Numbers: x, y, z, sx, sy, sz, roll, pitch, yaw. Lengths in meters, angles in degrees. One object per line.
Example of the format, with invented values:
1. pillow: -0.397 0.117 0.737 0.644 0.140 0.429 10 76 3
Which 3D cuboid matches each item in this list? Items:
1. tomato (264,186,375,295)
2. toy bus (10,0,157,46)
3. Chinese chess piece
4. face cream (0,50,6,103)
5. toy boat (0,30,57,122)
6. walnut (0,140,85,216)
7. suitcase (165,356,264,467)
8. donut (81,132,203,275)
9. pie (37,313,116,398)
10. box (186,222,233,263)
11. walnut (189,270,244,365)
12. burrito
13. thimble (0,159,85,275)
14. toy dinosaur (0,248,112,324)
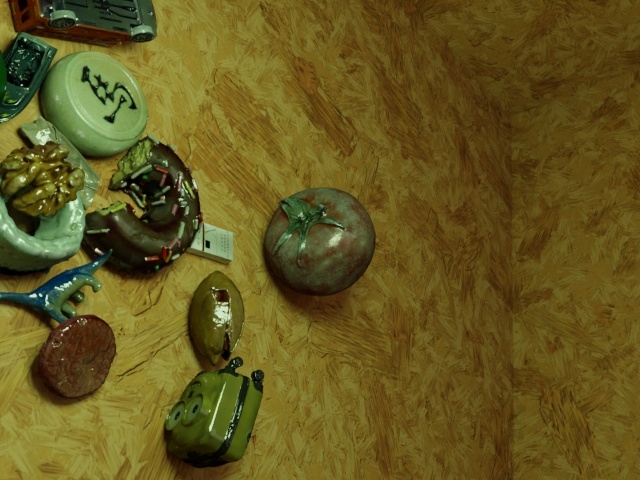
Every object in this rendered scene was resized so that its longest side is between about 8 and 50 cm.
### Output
1. tomato: 0.000 0.000 2.099 0.282 0.317 0.316 58 35 -48
2. toy bus: -0.550 -0.544 1.759 0.329 0.153 0.143 -8 83 -51
3. Chinese chess piece: -0.521 -0.318 1.731 0.250 0.101 0.250 27 51 -40
4. face cream: -0.770 -0.285 1.318 0.357 0.219 0.312 -37 105 -52
5. toy boat: -0.652 -0.348 1.597 0.093 0.103 0.246 24 59 -15
6. walnut: -0.531 -0.126 1.436 0.143 0.069 0.170 58 41 -14
7. suitcase: -0.251 0.400 1.716 0.143 0.194 0.234 38 48 -26
8. donut: -0.401 -0.064 1.768 0.259 0.136 0.345 46 45 -26
9. pie: -0.499 0.239 1.538 0.182 0.050 0.182 -20 115 -52
10. box: -0.296 0.001 1.946 0.154 0.040 0.084 22 60 -47
11. walnut: -0.258 0.191 1.845 0.137 0.137 0.245 20 65 -46
12. burrito: -0.572 -0.178 1.654 0.226 0.060 0.087 53 42 -23
13. thimble: -0.595 -0.042 1.497 0.237 0.150 0.237 28 52 -44
14. toy dinosaur: -0.556 0.082 1.544 0.188 0.075 0.247 46 67 -35
